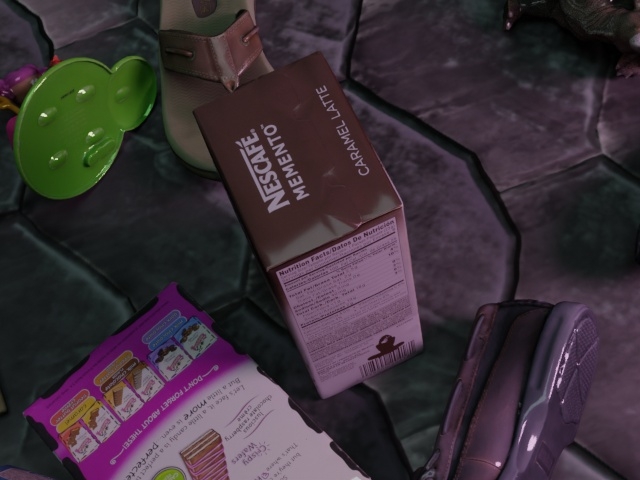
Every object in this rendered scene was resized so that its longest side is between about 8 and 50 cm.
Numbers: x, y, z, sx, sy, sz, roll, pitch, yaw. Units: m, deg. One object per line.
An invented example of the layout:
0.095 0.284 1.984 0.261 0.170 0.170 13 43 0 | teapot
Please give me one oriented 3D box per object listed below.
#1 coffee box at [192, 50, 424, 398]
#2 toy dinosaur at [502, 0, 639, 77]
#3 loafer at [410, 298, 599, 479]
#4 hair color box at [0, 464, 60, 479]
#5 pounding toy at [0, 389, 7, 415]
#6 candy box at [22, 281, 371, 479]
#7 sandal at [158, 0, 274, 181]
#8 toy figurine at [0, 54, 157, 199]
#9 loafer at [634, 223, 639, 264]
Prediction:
0.000 0.000 0.786 0.098 0.246 0.141 -25 61 -4 | coffee box
0.257 -0.259 0.973 0.160 0.121 0.313 8 59 0 | toy dinosaur
0.113 0.171 0.773 0.095 0.109 0.302 9 56 34 | loafer
-0.180 0.332 0.654 0.174 0.105 0.347 18 82 -2 | hair color box
-0.350 0.113 0.838 0.155 0.154 0.269 8 65 14 | pounding toy
-0.091 0.166 0.814 0.159 0.071 0.233 -41 63 -12 | candy box
-0.104 -0.181 0.989 0.120 0.086 0.302 -17 61 1 | sandal
-0.267 -0.134 0.990 0.159 0.130 0.173 22 46 29 | toy figurine
0.336 -0.053 0.854 0.223 0.076 0.078 -43 56 -17 | loafer
